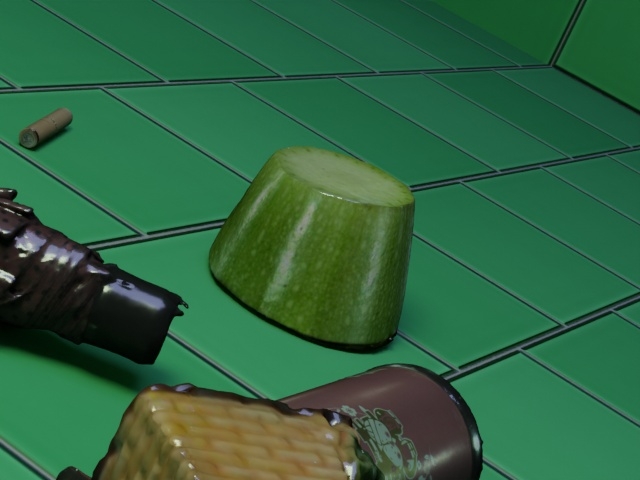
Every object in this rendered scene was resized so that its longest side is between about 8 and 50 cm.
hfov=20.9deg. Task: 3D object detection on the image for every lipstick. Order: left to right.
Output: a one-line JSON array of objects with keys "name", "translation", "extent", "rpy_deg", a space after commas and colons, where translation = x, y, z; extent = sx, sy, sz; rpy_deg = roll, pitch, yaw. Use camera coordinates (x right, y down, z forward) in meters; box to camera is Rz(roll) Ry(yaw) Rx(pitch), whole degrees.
[{"name": "lipstick", "translation": [-0.239, -0.099, 1.519], "extent": [0.019, 0.019, 0.094], "rpy_deg": [26, 18, 3]}]

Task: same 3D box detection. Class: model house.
[{"name": "model house", "translation": [-0.035, 0.183, 0.748], "extent": [0.166, 0.183, 0.172], "rpy_deg": [13, 19, -27]}]

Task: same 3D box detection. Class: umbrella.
[{"name": "umbrella", "translation": [-0.244, -0.001, 1.139], "extent": [0.326, 0.090, 0.094], "rpy_deg": [23, 15, -6]}]

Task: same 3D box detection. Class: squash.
[{"name": "squash", "translation": [0.000, 0.000, 1.409], "extent": [0.170, 0.123, 0.170], "rpy_deg": [16, 21, -6]}]

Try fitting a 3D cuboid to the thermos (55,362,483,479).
[{"name": "thermos", "translation": [-0.027, 0.160, 0.973], "extent": [0.109, 0.136, 0.330], "rpy_deg": [3, 6, 30]}]
